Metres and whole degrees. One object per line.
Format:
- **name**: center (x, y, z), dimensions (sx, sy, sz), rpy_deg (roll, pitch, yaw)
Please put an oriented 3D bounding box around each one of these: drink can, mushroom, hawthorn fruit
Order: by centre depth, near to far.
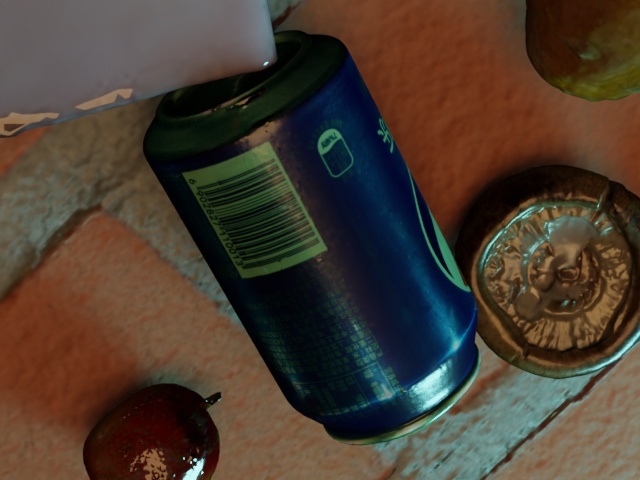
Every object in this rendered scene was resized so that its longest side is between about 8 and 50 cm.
- **drink can**: center (0.000, 0.000, 0.899), dimensions (0.118, 0.118, 0.205), rpy_deg (-27, 113, 1)
- **hawthorn fruit**: center (-0.090, 0.116, 0.953), dimensions (0.077, 0.077, 0.077), rpy_deg (-3, 111, -8)
- **mushroom**: center (0.132, 0.016, 0.961), dimensions (0.123, 0.052, 0.123), rpy_deg (-1, 105, -4)

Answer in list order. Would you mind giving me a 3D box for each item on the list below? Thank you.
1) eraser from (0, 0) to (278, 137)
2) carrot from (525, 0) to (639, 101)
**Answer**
- **eraser**: center (-0.181, -0.221, 0.753), dimensions (0.272, 0.122, 0.359), rpy_deg (-18, 123, -10)
- **carrot**: center (0.180, -0.170, 0.861), dimensions (0.159, 0.159, 0.225), rpy_deg (19, 116, -16)
